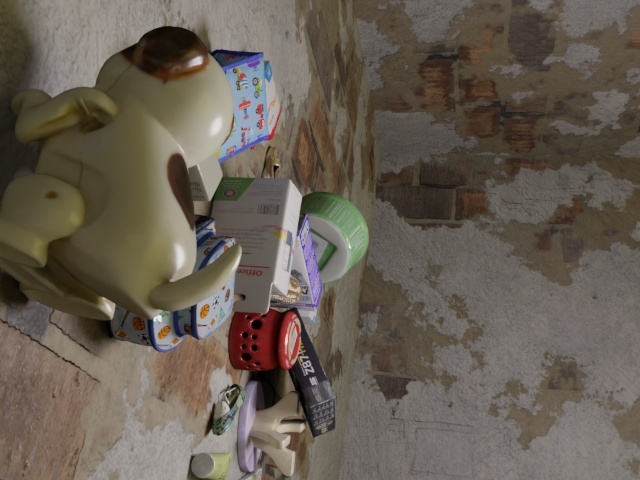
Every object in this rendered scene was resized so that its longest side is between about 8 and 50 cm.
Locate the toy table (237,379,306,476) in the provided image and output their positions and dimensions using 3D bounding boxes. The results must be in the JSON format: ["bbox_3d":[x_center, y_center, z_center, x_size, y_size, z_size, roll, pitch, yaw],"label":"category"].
[{"bbox_3d":[-0.151,0.576,2.028,0.252,0.161,0.274,-36,129,-72],"label":"toy table"}]

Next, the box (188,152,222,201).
[{"bbox_3d":[-0.297,-0.211,1.374,0.275,0.113,0.094,77,21,-45],"label":"box"}]

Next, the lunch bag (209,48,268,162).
[{"bbox_3d":[-0.248,-0.304,1.560,0.293,0.138,0.221,-50,144,-54],"label":"lunch bag"}]

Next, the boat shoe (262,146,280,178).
[{"bbox_3d":[-0.150,-0.236,2.099,0.050,0.045,0.135,66,30,-62],"label":"boat shoe"}]

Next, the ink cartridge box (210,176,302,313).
[{"bbox_3d":[-0.180,0.023,1.690,0.119,0.207,0.353,56,40,-65],"label":"ink cartridge box"}]

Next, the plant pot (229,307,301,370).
[{"bbox_3d":[-0.155,0.289,1.931,0.191,0.174,0.191,5,90,-78],"label":"plant pot"}]

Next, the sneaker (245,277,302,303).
[{"bbox_3d":[-0.201,0.121,1.901,0.282,0.153,0.099,27,67,-41],"label":"sneaker"}]

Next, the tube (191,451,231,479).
[{"bbox_3d":[-0.274,0.596,1.747,0.070,0.062,0.240,-37,159,-8],"label":"tube"}]

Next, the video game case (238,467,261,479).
[{"bbox_3d":[-0.230,0.836,2.034,0.206,0.026,0.227,23,70,-76],"label":"video game case"}]

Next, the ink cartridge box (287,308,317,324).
[{"bbox_3d":[-0.062,0.228,2.459,0.092,0.090,0.143,68,28,-61],"label":"ink cartridge box"}]

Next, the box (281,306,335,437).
[{"bbox_3d":[-0.046,0.437,2.159,0.395,0.097,0.318,87,-21,-62],"label":"box"}]

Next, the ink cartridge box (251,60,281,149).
[{"bbox_3d":[-0.174,-0.383,1.906,0.231,0.078,0.134,76,21,-51],"label":"ink cartridge box"}]

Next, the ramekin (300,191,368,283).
[{"bbox_3d":[0.000,0.000,2.260,0.148,0.303,0.303,-50,142,-55],"label":"ramekin"}]

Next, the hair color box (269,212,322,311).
[{"bbox_3d":[-0.113,0.067,2.021,0.110,0.185,0.339,-72,159,-44],"label":"hair color box"}]

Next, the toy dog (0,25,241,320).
[{"bbox_3d":[-0.273,-0.116,0.948,0.284,0.395,0.408,56,47,-54],"label":"toy dog"}]

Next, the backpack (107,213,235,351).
[{"bbox_3d":[-0.291,0.090,1.293,0.263,0.213,0.277,-39,134,-58],"label":"backpack"}]

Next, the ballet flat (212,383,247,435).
[{"bbox_3d":[-0.257,0.452,1.802,0.188,0.070,0.070,-57,147,-67],"label":"ballet flat"}]
